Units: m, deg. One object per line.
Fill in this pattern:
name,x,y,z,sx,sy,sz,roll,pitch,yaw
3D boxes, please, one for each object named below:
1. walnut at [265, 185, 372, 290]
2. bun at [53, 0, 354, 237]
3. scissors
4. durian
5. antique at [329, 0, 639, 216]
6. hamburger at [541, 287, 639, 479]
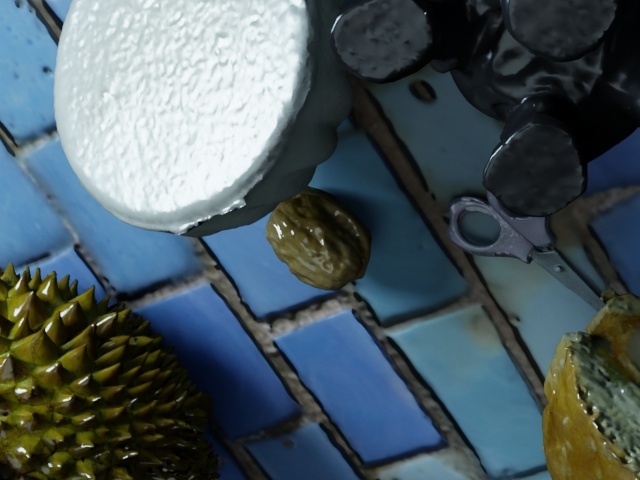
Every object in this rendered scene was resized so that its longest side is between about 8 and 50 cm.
walnut,0.000,0.000,1.455,0.096,0.079,0.082,40,124,-1
bun,-0.064,-0.124,1.334,0.263,0.175,0.263,-6,80,34
scissors,0.192,0.017,1.438,0.189,0.015,0.100,43,124,-13
durian,-0.285,0.192,1.558,0.384,0.347,0.348,-15,122,-8
antique,0.137,-0.158,1.190,0.322,0.255,0.185,38,116,-18
hamburger,0.310,0.217,1.401,0.330,0.162,0.209,36,147,15
